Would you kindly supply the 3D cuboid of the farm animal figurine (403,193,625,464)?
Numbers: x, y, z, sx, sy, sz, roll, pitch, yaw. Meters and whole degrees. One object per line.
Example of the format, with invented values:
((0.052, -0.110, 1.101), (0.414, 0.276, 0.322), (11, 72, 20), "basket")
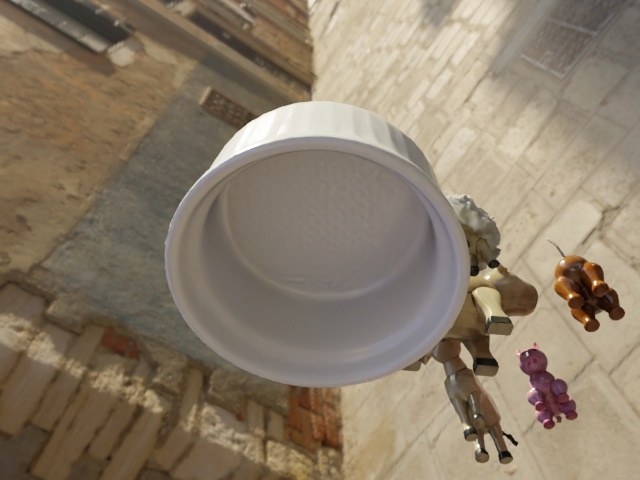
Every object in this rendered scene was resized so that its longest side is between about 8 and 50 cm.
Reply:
((0.206, 0.112, 0.906), (0.330, 0.327, 0.172), (-61, 18, 27), "farm animal figurine")

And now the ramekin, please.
((0.000, 0.000, 0.673), (0.277, 0.277, 0.135), (-51, 17, 29), "ramekin")
